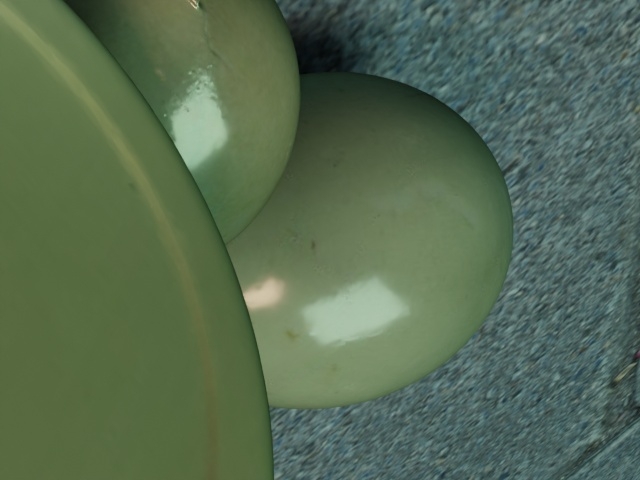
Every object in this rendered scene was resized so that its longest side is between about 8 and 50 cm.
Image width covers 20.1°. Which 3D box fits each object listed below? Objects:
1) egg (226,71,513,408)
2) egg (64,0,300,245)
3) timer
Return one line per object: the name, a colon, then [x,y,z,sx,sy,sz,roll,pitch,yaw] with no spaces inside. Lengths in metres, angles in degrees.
egg: [0.000,0.000,0.807,0.192,0.149,0.149,-13,143,-36]
egg: [-0.064,-0.053,0.667,0.114,0.114,0.152,-28,155,-28]
timer: [-0.218,0.077,0.534,0.315,0.290,0.291,-30,165,33]
